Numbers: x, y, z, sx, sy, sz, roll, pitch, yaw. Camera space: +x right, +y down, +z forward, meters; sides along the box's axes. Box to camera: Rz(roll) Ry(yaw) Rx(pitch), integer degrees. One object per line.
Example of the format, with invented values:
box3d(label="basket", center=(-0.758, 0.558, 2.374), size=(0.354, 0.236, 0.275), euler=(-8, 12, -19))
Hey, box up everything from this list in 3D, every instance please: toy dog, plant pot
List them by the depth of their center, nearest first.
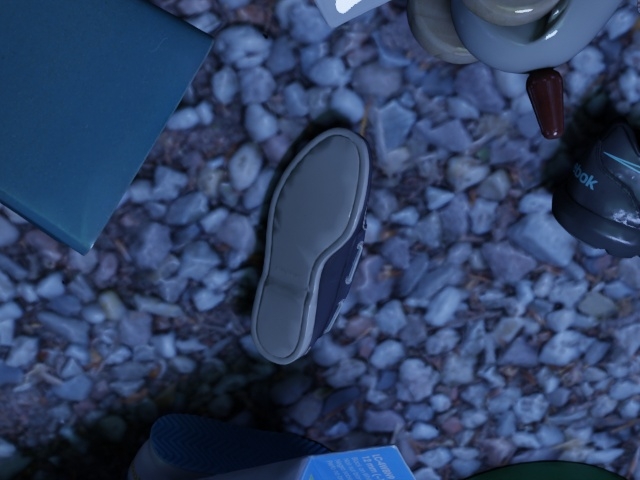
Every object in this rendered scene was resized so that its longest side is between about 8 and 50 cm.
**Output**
box3d(label="plant pot", center=(-0.224, -0.125, 1.190), size=(0.234, 0.165, 0.165), euler=(32, 85, -15))
box3d(label="toy dog", center=(0.228, -0.188, 1.269), size=(0.334, 0.220, 0.161), euler=(-25, 89, 11))

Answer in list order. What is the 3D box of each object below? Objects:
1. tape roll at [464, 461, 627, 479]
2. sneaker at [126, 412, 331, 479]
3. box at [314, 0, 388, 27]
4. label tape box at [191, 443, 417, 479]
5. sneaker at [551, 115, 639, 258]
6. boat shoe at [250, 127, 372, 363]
box3d(label="tape roll", center=(0.193, 0.355, 1.679), size=(0.321, 0.077, 0.321), euler=(-6, 123, -10))
box3d(label="sneaker", center=(-0.057, 0.220, 1.530), size=(0.229, 0.087, 0.092), euler=(21, 125, -19))
box3d(label="box", center=(0.007, -0.268, 1.165), size=(0.119, 0.181, 0.182), euler=(-26, 124, 2))
box3d(label="label tape box", center=(-0.065, 0.303, 1.476), size=(0.348, 0.115, 0.249), euler=(-12, 141, 14))
box3d(label="sneaker", center=(0.325, -0.030, 1.450), size=(0.267, 0.101, 0.106), euler=(10, 117, -20))
box3d(label="boat shoe", center=(0.000, 0.000, 1.423), size=(0.065, 0.075, 0.206), euler=(-21, 134, -56))
